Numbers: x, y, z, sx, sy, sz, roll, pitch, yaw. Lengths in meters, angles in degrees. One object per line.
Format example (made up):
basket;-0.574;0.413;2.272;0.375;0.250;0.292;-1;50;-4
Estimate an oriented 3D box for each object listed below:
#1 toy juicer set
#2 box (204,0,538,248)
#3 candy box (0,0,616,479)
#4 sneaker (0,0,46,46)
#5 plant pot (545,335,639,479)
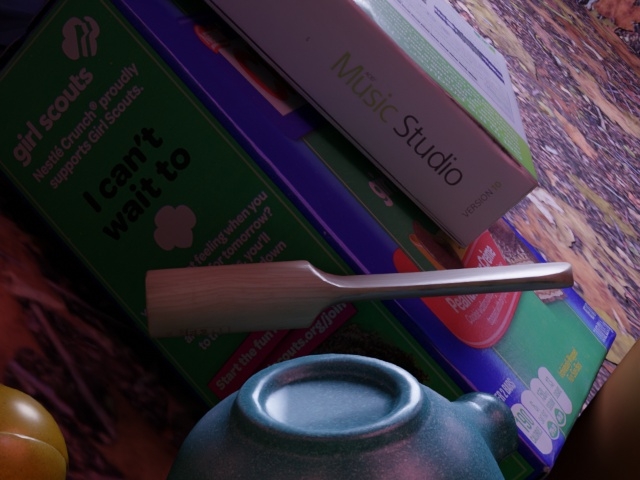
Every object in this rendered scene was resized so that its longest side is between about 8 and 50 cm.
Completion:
toy juicer set;-0.030;0.090;0.499;0.209;0.090;0.329;4;22;16
box;0.020;-0.137;0.810;0.232;0.058;0.322;44;15;-9
candy box;0.000;0.000;0.754;0.317;0.122;0.268;46;19;6
sneaker;-0.187;-0.188;0.739;0.122;0.146;0.330;52;23;17
plant pot;0.246;0.160;0.766;0.291;0.203;0.291;35;29;-23
